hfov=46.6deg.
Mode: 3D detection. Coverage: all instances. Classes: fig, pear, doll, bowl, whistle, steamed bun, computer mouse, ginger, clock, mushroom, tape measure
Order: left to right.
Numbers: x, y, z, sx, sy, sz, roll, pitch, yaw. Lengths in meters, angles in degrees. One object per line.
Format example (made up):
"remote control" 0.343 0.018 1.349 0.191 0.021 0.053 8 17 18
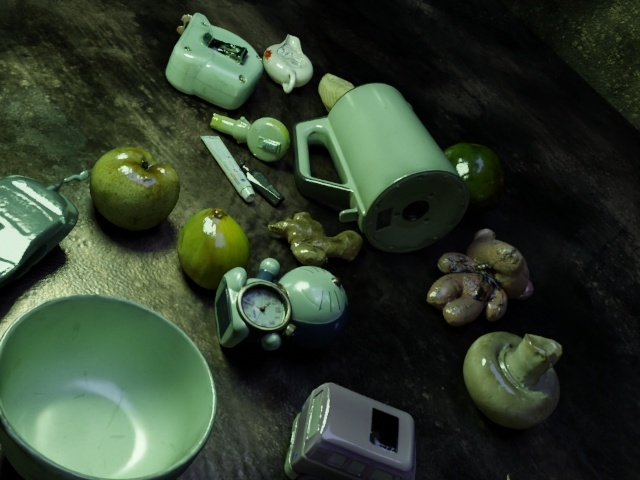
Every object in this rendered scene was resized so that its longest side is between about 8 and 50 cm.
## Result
"computer mouse" -0.513 -0.020 1.240 0.167 0.090 0.379 37 40 4
"bowl" -0.310 0.236 1.039 0.307 0.163 0.307 19 38 -16
"pear" -0.354 -0.101 1.406 0.167 0.137 0.167 22 35 -16
"fig" -0.202 0.019 1.399 0.136 0.120 0.153 -30 91 -55
"tape measure" -0.265 -0.455 1.875 0.246 0.125 0.243 22 39 -11
"whistle" -0.167 -0.250 1.745 0.198 0.104 0.057 20 34 7
"clock" -0.064 0.120 1.355 0.243 0.147 0.200 2 51 -27
"ginger" 0.001 -0.007 1.610 0.214 0.059 0.133 -12 59 -40
"steamed bun" 0.087 -0.368 2.037 0.212 0.111 0.231 35 15 25
"fig" 0.372 -0.168 1.978 0.195 0.196 0.244 -9 18 -41
"doll" 0.373 0.083 1.694 0.201 0.156 0.303 49 45 12
"mushroom" 0.392 0.260 1.466 0.204 0.204 0.204 19 39 -16

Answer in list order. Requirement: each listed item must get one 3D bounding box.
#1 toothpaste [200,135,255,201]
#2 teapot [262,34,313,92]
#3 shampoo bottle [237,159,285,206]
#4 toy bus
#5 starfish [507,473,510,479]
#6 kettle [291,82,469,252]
"toothpaste" -0.204 -0.168 1.674 0.052 0.033 0.218 -6 48 -39
"teapot" -0.090 -0.472 2.042 0.145 0.092 0.226 12 43 -20
"shampoo bottle" -0.137 -0.131 1.679 0.137 0.027 0.048 44 48 16
"toy bus" 0.060 0.336 1.197 0.202 0.142 0.142 24 37 -11
"starfish" 0.363 0.474 1.359 0.086 0.016 0.092 45 37 14
"kettle" 0.114 -0.175 1.771 0.360 0.250 0.377 -14 48 -8
